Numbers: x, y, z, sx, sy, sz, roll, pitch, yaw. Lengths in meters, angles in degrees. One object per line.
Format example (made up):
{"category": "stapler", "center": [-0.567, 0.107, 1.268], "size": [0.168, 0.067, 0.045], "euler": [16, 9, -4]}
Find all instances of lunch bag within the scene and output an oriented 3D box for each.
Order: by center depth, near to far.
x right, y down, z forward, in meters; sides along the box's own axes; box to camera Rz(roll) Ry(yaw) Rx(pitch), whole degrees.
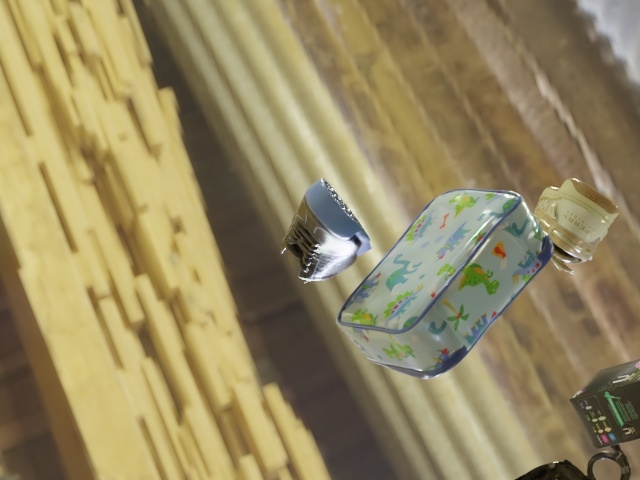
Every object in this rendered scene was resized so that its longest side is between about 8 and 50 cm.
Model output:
{"category": "lunch bag", "center": [0.130, 0.041, 1.525], "size": [0.090, 0.219, 0.176], "euler": [50, -22, -23]}

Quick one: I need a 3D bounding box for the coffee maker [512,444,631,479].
{"category": "coffee maker", "center": [0.258, 0.318, 1.459], "size": [0.120, 0.171, 0.178], "euler": [-101, 166, -44]}

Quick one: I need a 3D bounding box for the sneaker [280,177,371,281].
{"category": "sneaker", "center": [0.000, 0.000, 1.586], "size": [0.081, 0.090, 0.232], "euler": [53, -1, 15]}

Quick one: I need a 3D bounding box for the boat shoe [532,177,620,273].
{"category": "boat shoe", "center": [0.322, -0.013, 1.900], "size": [0.105, 0.089, 0.285], "euler": [33, -5, 9]}

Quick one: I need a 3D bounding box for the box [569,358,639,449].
{"category": "box", "center": [0.265, 0.134, 1.205], "size": [0.083, 0.062, 0.052], "euler": [-25, -86, 47]}
